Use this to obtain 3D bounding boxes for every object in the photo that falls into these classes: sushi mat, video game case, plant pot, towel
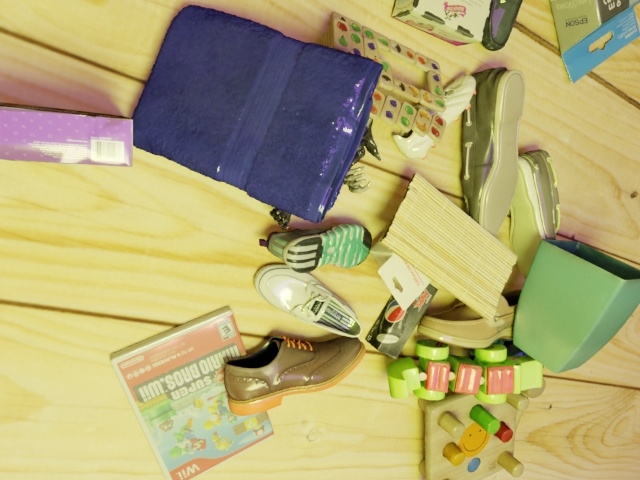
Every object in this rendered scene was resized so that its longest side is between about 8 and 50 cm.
[{"bbox_3d":[0.254,0.019,0.874,0.317,0.019,0.151,33,73,-24],"label":"sushi mat"},{"bbox_3d":[-0.212,0.279,0.813,0.204,0.025,0.285,-22,112,-19],"label":"video game case"},{"bbox_3d":[0.508,0.139,0.935,0.166,0.166,0.234,2,114,-37],"label":"plant pot"},{"bbox_3d":[-0.091,-0.178,0.643,0.308,0.076,0.227,23,89,10],"label":"towel"}]

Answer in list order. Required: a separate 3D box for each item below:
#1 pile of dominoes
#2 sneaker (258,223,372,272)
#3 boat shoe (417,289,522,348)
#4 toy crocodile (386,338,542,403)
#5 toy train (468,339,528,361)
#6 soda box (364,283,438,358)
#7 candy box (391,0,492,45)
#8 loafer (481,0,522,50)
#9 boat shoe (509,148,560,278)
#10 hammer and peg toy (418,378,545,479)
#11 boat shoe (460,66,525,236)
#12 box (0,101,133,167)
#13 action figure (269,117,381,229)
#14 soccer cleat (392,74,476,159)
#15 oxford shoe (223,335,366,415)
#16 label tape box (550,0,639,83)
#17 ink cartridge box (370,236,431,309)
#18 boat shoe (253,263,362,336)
[{"bbox_3d":[0.121,-0.272,0.756,0.251,0.040,0.195,12,61,-27],"label":"pile of dominoes"},{"bbox_3d":[0.000,0.000,0.818,0.224,0.098,0.083,-2,110,-50],"label":"sneaker"},{"bbox_3d":[0.343,0.155,0.999,0.341,0.122,0.110,1,99,-36],"label":"boat shoe"},{"bbox_3d":[0.298,0.273,0.943,0.341,0.105,0.115,4,94,-8],"label":"toy crocodile"},{"bbox_3d":[0.426,0.273,1.068,0.184,0.105,0.080,-17,110,-21],"label":"toy train"},{"bbox_3d":[0.164,0.151,0.941,0.060,0.053,0.168,32,88,-29],"label":"soda box"},{"bbox_3d":[0.230,-0.480,0.795,0.159,0.071,0.233,10,99,-27],"label":"candy box"},{"bbox_3d":[0.344,-0.468,0.848,0.076,0.078,0.223,2,102,-25],"label":"loafer"},{"bbox_3d":[0.470,-0.045,1.004,0.091,0.109,0.304,-22,108,-14],"label":"boat shoe"},{"bbox_3d":[0.401,0.451,1.090,0.362,0.127,0.265,-10,107,-23],"label":"hammer and peg toy"},{"bbox_3d":[0.332,-0.169,0.927,0.112,0.096,0.334,-13,114,-34],"label":"boat shoe"},{"bbox_3d":[-0.376,-0.130,0.528,0.294,0.201,0.057,0,104,-26],"label":"box"},{"bbox_3d":[0.014,-0.140,0.746,0.276,0.141,0.164,-43,115,-6],"label":"action figure"},{"bbox_3d":[0.213,-0.239,0.857,0.076,0.068,0.196,39,88,-25],"label":"soccer cleat"},{"bbox_3d":[-0.038,0.213,0.823,0.272,0.097,0.098,-17,105,-27],"label":"oxford shoe"},{"bbox_3d":[0.586,-0.535,0.928,0.249,0.115,0.347,-34,114,-14],"label":"label tape box"},{"bbox_3d":[0.174,0.023,0.886,0.198,0.067,0.115,-46,118,-21],"label":"ink cartridge box"},{"bbox_3d":[-0.011,0.109,0.834,0.226,0.076,0.083,26,91,-28],"label":"boat shoe"}]
